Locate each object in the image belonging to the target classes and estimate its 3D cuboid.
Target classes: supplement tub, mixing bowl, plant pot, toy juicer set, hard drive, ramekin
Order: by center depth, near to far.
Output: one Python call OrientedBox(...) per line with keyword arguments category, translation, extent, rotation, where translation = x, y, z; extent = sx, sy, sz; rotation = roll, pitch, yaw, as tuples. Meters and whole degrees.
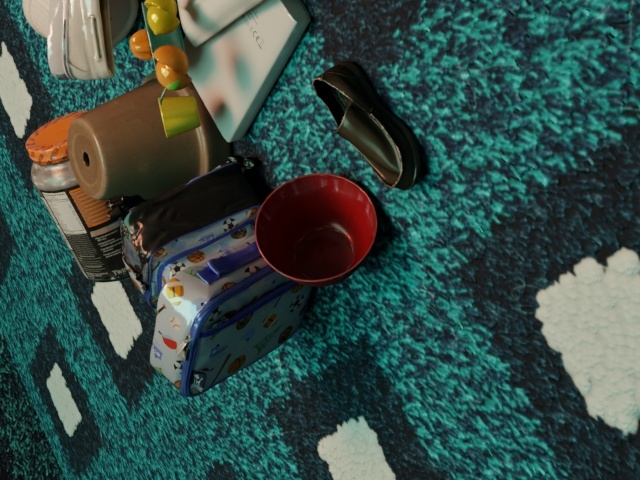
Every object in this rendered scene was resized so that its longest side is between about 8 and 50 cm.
OrientedBox(category="mixing bowl", translation=(0.000, 0.000, 1.378), extent=(0.181, 0.181, 0.098), rotation=(51, 169, 27))
OrientedBox(category="hard drive", translation=(-0.134, -0.330, 1.493), extent=(0.203, 0.040, 0.307), rotation=(60, 144, 16))
OrientedBox(category="toy juicer set", translation=(-0.275, -0.350, 1.507), extent=(0.209, 0.089, 0.329), rotation=(93, 164, -66))
OrientedBox(category="plant pot", translation=(-0.323, -0.172, 1.665), extent=(0.263, 0.229, 0.263), rotation=(26, 125, 45))
OrientedBox(category="ramekin", translation=(-0.441, -0.444, 1.730), extent=(0.109, 0.207, 0.207), rotation=(44, 138, 19))
OrientedBox(category="supplement tub", translation=(-0.450, -0.088, 1.841), extent=(0.193, 0.193, 0.316), rotation=(24, 142, 47))

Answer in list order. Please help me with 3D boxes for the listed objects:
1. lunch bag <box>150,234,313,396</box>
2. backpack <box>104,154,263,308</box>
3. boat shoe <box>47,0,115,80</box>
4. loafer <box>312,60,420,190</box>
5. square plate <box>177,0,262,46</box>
OrientedBox(category="lunch bag", translation=(-0.134, 0.105, 1.463), extent=(0.115, 0.303, 0.243), rotation=(39, 135, 22))
OrientedBox(category="backpack", translation=(-0.222, 0.011, 1.609), extent=(0.213, 0.276, 0.263), rotation=(64, 158, 13))
OrientedBox(category="boat shoe", translation=(-0.373, -0.454, 1.560), extent=(0.136, 0.156, 0.367), rotation=(-74, -11, -81))
OrientedBox(category="loafer", translation=(0.056, -0.153, 1.279), extent=(0.220, 0.078, 0.080), rotation=(55, 142, 22))
OrientedBox(category="square plate", translation=(-0.167, -0.506, 1.395), extent=(0.347, 0.049, 0.344), rotation=(-10, 89, 59))
